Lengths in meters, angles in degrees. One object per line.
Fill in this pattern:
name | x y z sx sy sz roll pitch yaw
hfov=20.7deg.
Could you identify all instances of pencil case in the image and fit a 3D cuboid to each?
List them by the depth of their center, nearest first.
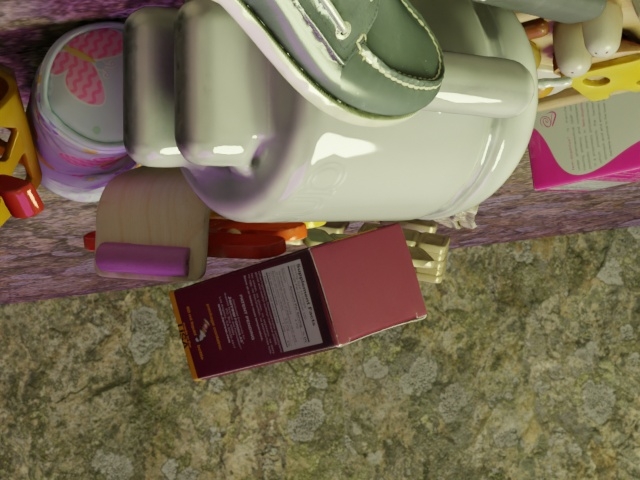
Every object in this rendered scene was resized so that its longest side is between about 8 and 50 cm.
pencil case | -0.196 -0.109 1.551 0.124 0.114 0.273 -14 175 -12

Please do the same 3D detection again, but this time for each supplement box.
supplement box | -0.021 0.051 1.408 0.104 0.081 0.188 -15 178 -42
supplement box | 0.347 -0.126 1.951 0.220 0.111 0.114 -11 173 38

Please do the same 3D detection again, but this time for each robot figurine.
robot figurine | 0.022 -0.114 1.339 0.353 0.200 0.300 -2 -174 -36

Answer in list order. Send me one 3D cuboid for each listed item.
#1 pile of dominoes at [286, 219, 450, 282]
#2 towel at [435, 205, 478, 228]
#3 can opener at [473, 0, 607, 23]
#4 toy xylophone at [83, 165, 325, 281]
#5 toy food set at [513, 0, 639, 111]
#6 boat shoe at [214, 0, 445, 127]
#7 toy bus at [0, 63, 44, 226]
pile of dominoes | 0.000 0.000 1.740 0.251 0.040 0.196 9 -167 7
towel | 0.032 -0.080 1.782 0.282 0.049 0.187 23 177 6
can opener | 0.143 -0.205 1.226 0.095 0.076 0.283 -10 174 34
toy xylophone | -0.048 -0.037 1.555 0.236 0.081 0.322 5 -165 40
toy food set | 0.199 -0.135 1.595 0.306 0.092 0.219 -10 159 32
boat shoe | 0.003 -0.166 1.047 0.099 0.116 0.319 -24 145 25
toy bus | -0.299 -0.107 1.466 0.202 0.191 0.104 -18 -153 54
